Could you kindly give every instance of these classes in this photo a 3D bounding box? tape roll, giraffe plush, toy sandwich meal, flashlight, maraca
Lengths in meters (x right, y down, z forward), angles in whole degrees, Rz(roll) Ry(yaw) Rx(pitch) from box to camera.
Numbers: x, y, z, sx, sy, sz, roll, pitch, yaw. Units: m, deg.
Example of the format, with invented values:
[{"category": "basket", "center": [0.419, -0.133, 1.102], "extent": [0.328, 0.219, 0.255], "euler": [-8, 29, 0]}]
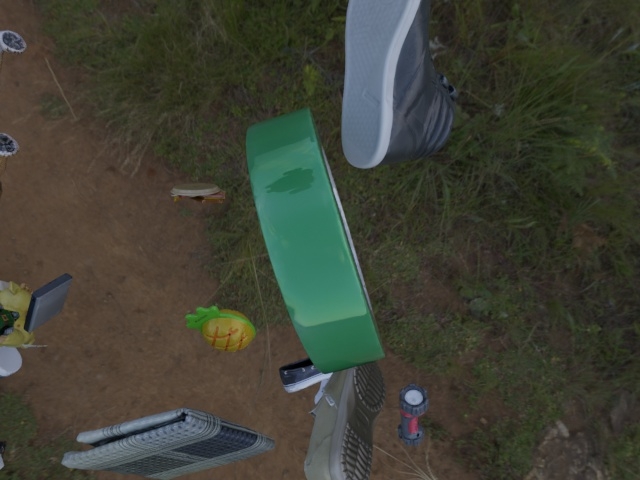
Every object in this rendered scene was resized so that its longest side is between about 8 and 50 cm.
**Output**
[{"category": "tape roll", "center": [0.000, 0.000, 0.561], "extent": [0.077, 0.321, 0.320], "euler": [-16, 72, 4]}, {"category": "giraffe plush", "center": [-0.850, 0.201, 1.200], "extent": [0.210, 0.182, 0.170], "euler": [12, 67, -40]}, {"category": "toy sandwich meal", "center": [-0.196, -0.073, 0.710], "extent": [0.086, 0.085, 0.029], "euler": [-3, 108, -10]}, {"category": "flashlight", "center": [0.337, 0.637, 1.593], "extent": [0.103, 0.303, 0.103], "euler": [-29, 42, -20]}, {"category": "maraca", "center": [-0.248, 0.218, 1.110], "extent": [0.186, 0.127, 0.099], "euler": [38, 27, -34]}]

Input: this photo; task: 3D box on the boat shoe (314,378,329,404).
[{"category": "boat shoe", "center": [0.009, 0.524, 1.540], "extent": [0.035, 0.035, 0.100], "euler": [17, 92, 23]}]

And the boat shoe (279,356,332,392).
[{"category": "boat shoe", "center": [-0.001, 0.310, 1.145], "extent": [0.229, 0.080, 0.076], "euler": [-24, 100, 1]}]

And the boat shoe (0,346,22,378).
[{"category": "boat shoe", "center": [-1.000, 0.273, 1.291], "extent": [0.102, 0.108, 0.301], "euler": [-26, 100, 11]}]

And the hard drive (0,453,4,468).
[{"category": "hard drive", "center": [-0.762, 0.462, 0.775], "extent": [0.203, 0.307, 0.040], "euler": [-27, 74, -7]}]

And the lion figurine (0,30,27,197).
[{"category": "lion figurine", "center": [-0.516, -0.174, 0.629], "extent": [0.142, 0.240, 0.391], "euler": [16, 60, -41]}]

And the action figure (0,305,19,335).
[{"category": "action figure", "center": [-0.737, 0.184, 0.994], "extent": [0.064, 0.232, 0.137], "euler": [-24, 94, -16]}]

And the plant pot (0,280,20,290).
[{"category": "plant pot", "center": [-1.040, 0.215, 1.472], "extent": [0.109, 0.109, 0.096], "euler": [-44, 61, -1]}]

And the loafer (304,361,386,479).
[{"category": "loafer", "center": [0.035, 0.265, 0.695], "extent": [0.101, 0.092, 0.268], "euler": [58, 26, -14]}]

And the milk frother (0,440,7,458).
[{"category": "milk frother", "center": [-0.834, 0.537, 1.040], "extent": [0.135, 0.129, 0.143], "euler": [16, 73, -22]}]

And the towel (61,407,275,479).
[{"category": "towel", "center": [-0.305, 0.430, 0.930], "extent": [0.325, 0.312, 0.056], "euler": [-23, 51, 15]}]

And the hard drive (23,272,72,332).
[{"category": "hard drive", "center": [-0.631, 0.144, 1.025], "extent": [0.022, 0.135, 0.094], "euler": [38, 33, 0]}]

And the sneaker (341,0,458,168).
[{"category": "sneaker", "center": [0.115, -0.240, 0.578], "extent": [0.147, 0.105, 0.295], "euler": [-4, 107, -40]}]
